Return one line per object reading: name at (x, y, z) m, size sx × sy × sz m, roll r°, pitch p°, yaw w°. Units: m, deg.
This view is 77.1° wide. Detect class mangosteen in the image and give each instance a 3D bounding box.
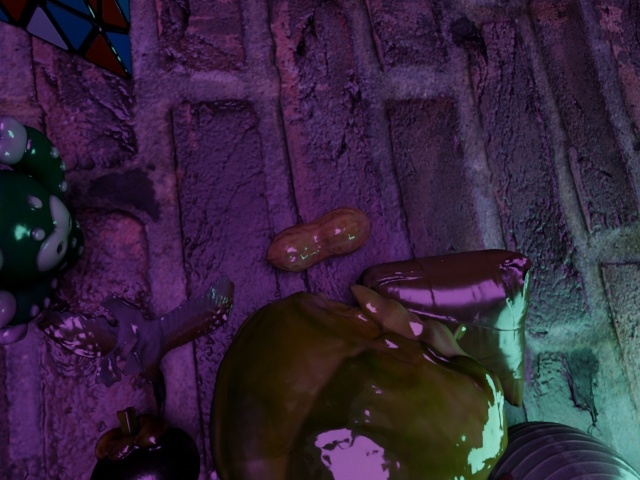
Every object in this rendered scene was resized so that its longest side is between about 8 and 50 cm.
mangosteen at (-0.232, 0.290, 0.525) m, size 0.137 × 0.137 × 0.151 m, roll -18°, pitch 91°, yaw -16°

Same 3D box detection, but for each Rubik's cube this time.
Rubik's cube at (-0.378, -0.393, 0.579) m, size 0.284 × 0.234 × 0.250 m, roll -31°, pitch 88°, yaw -17°

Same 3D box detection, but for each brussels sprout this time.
brussels sprout at (0.042, 0.241, 0.532) m, size 0.372 × 0.275 × 0.314 m, roll 8°, pitch 61°, yaw -6°

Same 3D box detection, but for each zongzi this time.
zongzi at (0.207, 0.170, 0.669) m, size 0.274 × 0.145 × 0.299 m, roll -8°, pitch 102°, yaw -2°

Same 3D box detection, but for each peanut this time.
peanut at (0.001, -0.001, 0.662) m, size 0.193 × 0.089 × 0.089 m, roll -24°, pitch 85°, yaw -16°

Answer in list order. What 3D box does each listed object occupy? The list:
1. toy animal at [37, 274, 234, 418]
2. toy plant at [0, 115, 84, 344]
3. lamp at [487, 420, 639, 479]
toy animal at (-0.255, 0.158, 0.552) m, size 0.273 × 0.160 × 0.197 m, roll -7°, pitch 82°, yaw -7°
toy plant at (-0.370, -0.011, 0.496) m, size 0.113 × 0.243 × 0.232 m, roll 4°, pitch 51°, yaw -12°
lamp at (0.353, 0.391, 0.591) m, size 0.265 × 0.233 × 0.233 m, roll 27°, pitch 74°, yaw -1°
